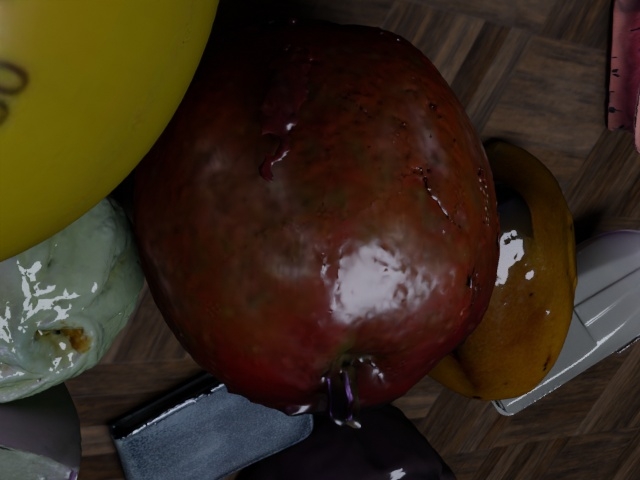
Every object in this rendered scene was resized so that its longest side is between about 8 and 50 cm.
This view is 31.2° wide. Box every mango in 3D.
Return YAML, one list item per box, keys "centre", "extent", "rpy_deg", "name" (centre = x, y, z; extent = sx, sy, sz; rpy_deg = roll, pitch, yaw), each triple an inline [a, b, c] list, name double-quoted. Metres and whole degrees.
- centre: [0.177, 0.049, 1.194]
  extent: [0.201, 0.152, 0.287]
  rpy_deg: [-18, 130, -14]
  name: "mango"

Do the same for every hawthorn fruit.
- centre: [-0.002, -0.012, 0.877]
  extent: [0.316, 0.316, 0.316]
  rpy_deg: [-24, 140, -23]
  name: "hawthorn fruit"

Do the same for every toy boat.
- centre: [0.292, 0.089, 1.367]
  extent: [0.269, 0.141, 0.141]
  rpy_deg: [-33, 142, -13]
  name: "toy boat"

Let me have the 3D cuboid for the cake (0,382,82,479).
- centre: [-0.345, 0.160, 0.922]
  extent: [0.283, 0.172, 0.158]
  rpy_deg: [20, 108, -15]
  name: "cake"

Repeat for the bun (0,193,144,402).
- centre: [-0.215, 0.035, 0.861]
  extent: [0.195, 0.118, 0.195]
  rpy_deg: [-22, 135, -23]
  name: "bun"

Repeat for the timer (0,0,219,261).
- centre: [-0.241, -0.161, 0.481]
  extent: [0.387, 0.376, 0.376]
  rpy_deg: [24, 109, -37]
  name: "timer"

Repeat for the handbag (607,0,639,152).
- centre: [0.380, -0.205, 1.213]
  extent: [0.157, 0.059, 0.212]
  rpy_deg: [-31, 143, -14]
  name: "handbag"

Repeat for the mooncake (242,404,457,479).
- centre: [0.025, 0.329, 1.354]
  extent: [0.283, 0.141, 0.283]
  rpy_deg: [-22, 139, -21]
  name: "mooncake"

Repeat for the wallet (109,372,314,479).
- centre: [-0.104, 0.191, 1.185]
  extent: [0.222, 0.036, 0.167]
  rpy_deg: [-26, 141, -18]
  name: "wallet"
